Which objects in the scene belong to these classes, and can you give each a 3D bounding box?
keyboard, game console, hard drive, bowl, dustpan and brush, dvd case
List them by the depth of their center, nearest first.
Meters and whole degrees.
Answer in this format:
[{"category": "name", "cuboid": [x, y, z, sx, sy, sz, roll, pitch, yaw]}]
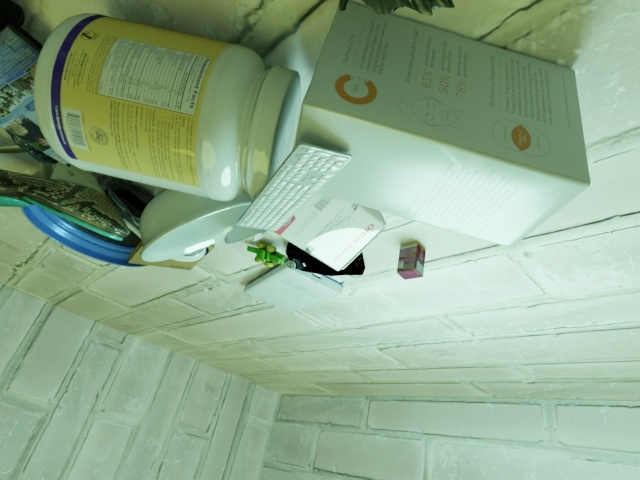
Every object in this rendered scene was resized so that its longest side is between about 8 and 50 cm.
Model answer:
[{"category": "keyboard", "cuboid": [-0.050, -0.065, 0.586, 0.072, 0.014, 0.256, 13, 155, -24]}, {"category": "dvd case", "cuboid": [-0.518, -0.256, 0.761, 0.181, 0.022, 0.253, -29, 147, 10]}, {"category": "bowl", "cuboid": [-0.280, -0.073, 0.919, 0.298, 0.133, 0.298, -25, 175, -2]}, {"category": "dustpan and brush", "cuboid": [-0.142, -0.026, 0.948, 0.148, 0.060, 0.211, -23, 176, -20]}, {"category": "game console", "cuboid": [0.000, 0.000, 1.072, 0.214, 0.043, 0.361, 5, 150, 15]}, {"category": "bowl", "cuboid": [-0.683, -0.046, 1.240, 0.392, 0.077, 0.391, 10, 150, 6]}, {"category": "hard drive", "cuboid": [-0.101, 0.165, 1.385, 0.210, 0.040, 0.319, 29, 146, -23]}]

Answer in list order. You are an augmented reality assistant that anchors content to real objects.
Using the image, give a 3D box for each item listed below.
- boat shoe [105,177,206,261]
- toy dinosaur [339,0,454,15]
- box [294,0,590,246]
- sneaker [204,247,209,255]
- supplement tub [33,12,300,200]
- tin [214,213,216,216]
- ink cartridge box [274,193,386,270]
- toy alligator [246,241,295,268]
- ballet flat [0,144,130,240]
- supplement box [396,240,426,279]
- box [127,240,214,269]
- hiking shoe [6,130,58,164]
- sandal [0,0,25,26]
[{"category": "boat shoe", "cuboid": [-0.428, -0.058, 1.059, 0.301, 0.108, 0.102, 36, 140, 3]}, {"category": "toy dinosaur", "cuboid": [0.078, -0.360, 0.394, 0.322, 0.164, 0.218, 19, 139, 29]}, {"category": "box", "cuboid": [0.154, -0.158, 0.577, 0.346, 0.214, 0.168, 16, 150, -2]}, {"category": "sneaker", "cuboid": [-0.364, 0.005, 1.165, 0.057, 0.047, 0.119, -26, 134, 33]}, {"category": "supplement tub", "cuboid": [-0.215, -0.196, 0.641, 0.332, 0.240, 0.241, 13, 149, 1]}, {"category": "tin", "cuboid": [-0.331, -0.054, 1.124, 0.106, 0.040, 0.190, 23, 149, -23]}, {"category": "ink cartridge box", "cuboid": [0.008, -0.053, 0.873, 0.218, 0.092, 0.158, 34, 112, -28]}, {"category": "toy alligator", "cuboid": [-0.131, 0.046, 1.167, 0.190, 0.056, 0.051, 18, -167, 33]}, {"category": "ballet flat", "cuboid": [-0.682, -0.139, 0.985, 0.484, 0.181, 0.164, 13, 170, 4]}, {"category": "supplement box", "cuboid": [0.229, 0.051, 1.021, 0.055, 0.083, 0.043, -14, 139, 40]}, {"category": "box", "cuboid": [-0.450, 0.036, 1.231, 0.201, 0.021, 0.164, 13, 142, -42]}, {"category": "hiking shoe", "cuboid": [-0.630, -0.286, 0.821, 0.132, 0.113, 0.304, 27, 153, 21]}, {"category": "sandal", "cuboid": [-0.571, -0.392, 0.641, 0.179, 0.067, 0.040, 28, 158, -27]}]
